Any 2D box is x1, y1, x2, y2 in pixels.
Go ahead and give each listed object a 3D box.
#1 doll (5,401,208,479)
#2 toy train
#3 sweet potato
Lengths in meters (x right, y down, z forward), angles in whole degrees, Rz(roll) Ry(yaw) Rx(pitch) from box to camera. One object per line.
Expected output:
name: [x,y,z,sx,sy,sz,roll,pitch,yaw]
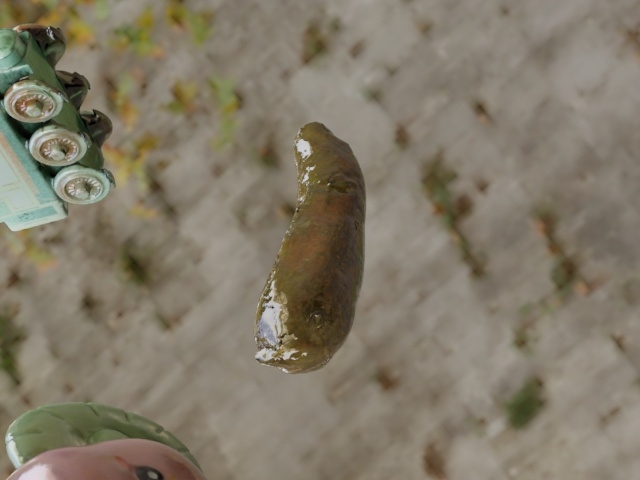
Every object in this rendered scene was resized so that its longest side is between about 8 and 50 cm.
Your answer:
doll: [-0.153,0.236,1.227,0.268,0.216,0.284,-3,-128,-48]
toy train: [-0.235,-0.087,1.421,0.194,0.125,0.080,64,-167,-51]
sweet potato: [0.000,0.000,1.378,0.075,0.075,0.273,40,-145,-23]
